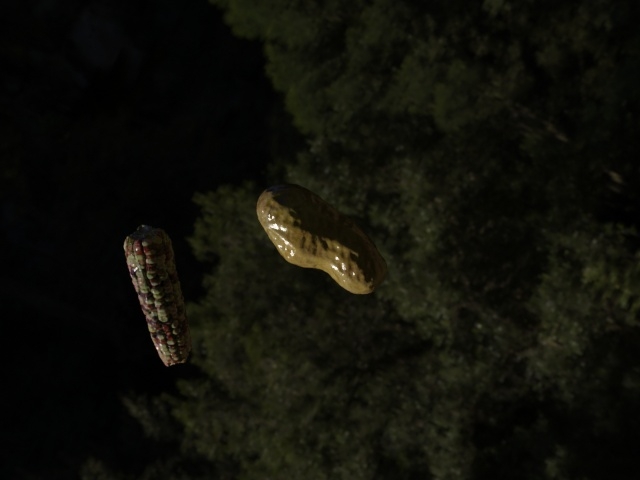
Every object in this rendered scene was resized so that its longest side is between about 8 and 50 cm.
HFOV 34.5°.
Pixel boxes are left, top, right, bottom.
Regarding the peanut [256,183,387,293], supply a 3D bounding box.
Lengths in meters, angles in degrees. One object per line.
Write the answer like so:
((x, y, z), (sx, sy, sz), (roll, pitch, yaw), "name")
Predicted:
((0.000, 0.000, 1.549), (0.108, 0.226, 0.095), (-57, 2, -15), "peanut")

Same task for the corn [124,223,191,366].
((-0.302, 0.104, 1.967), (0.092, 0.092, 0.280), (-85, -18, -70), "corn")
